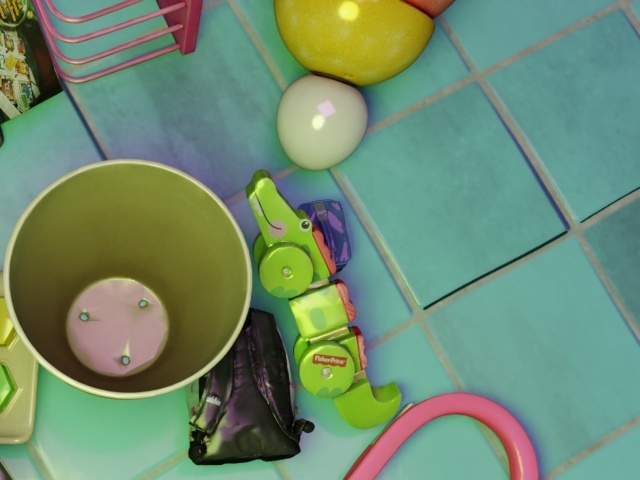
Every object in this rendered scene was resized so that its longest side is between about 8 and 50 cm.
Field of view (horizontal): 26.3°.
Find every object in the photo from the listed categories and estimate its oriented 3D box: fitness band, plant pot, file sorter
[{"bbox_3d":[0.139,0.319,1.665,0.209,0.054,0.291,42,73,2],"label":"fitness band"},{"bbox_3d":[-0.222,0.073,1.543,0.256,0.274,0.256,3,74,-10],"label":"plant pot"},{"bbox_3d":[-0.264,-0.337,1.641,0.182,0.291,0.202,-23,81,-13],"label":"file sorter"}]

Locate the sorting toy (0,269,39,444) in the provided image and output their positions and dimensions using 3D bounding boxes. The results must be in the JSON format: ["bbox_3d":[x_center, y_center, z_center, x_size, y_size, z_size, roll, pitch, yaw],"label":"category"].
[{"bbox_3d":[-0.421,0.131,1.585,0.193,0.038,0.208,0,73,7],"label":"sorting toy"}]

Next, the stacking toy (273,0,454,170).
[{"bbox_3d":[0.048,-0.321,1.739,0.350,0.350,0.480,18,91,-6],"label":"stacking toy"}]

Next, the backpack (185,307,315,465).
[{"bbox_3d":[-0.101,0.172,1.625,0.152,0.115,0.182,0,74,-24],"label":"backpack"}]

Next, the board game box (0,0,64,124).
[{"bbox_3d":[-0.403,-0.266,1.613,0.136,0.030,0.260,-32,123,-29],"label":"board game box"}]

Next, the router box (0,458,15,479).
[{"bbox_3d":[-0.466,0.328,1.442,0.309,0.243,0.081,-34,84,-17],"label":"router box"}]

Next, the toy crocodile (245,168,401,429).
[{"bbox_3d":[-0.004,0.073,1.632,0.105,0.115,0.340,-22,100,-1],"label":"toy crocodile"}]

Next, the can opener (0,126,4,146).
[{"bbox_3d":[-0.441,-0.196,1.696,0.059,0.073,0.186,-24,82,-56],"label":"can opener"}]

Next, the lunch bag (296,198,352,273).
[{"bbox_3d":[0.000,0.000,1.717,0.067,0.065,0.098,-10,77,-14],"label":"lunch bag"}]
